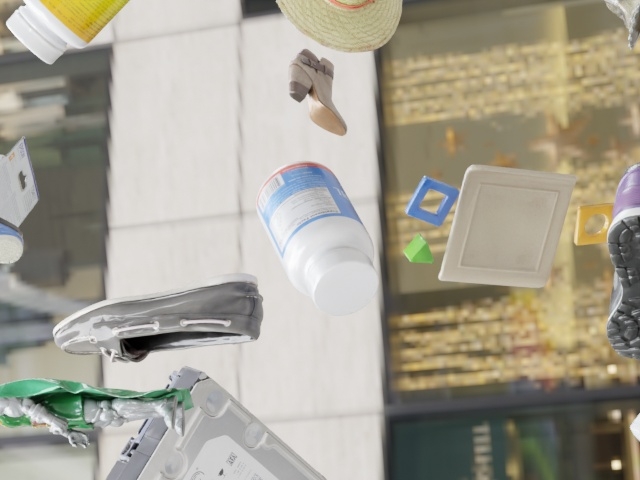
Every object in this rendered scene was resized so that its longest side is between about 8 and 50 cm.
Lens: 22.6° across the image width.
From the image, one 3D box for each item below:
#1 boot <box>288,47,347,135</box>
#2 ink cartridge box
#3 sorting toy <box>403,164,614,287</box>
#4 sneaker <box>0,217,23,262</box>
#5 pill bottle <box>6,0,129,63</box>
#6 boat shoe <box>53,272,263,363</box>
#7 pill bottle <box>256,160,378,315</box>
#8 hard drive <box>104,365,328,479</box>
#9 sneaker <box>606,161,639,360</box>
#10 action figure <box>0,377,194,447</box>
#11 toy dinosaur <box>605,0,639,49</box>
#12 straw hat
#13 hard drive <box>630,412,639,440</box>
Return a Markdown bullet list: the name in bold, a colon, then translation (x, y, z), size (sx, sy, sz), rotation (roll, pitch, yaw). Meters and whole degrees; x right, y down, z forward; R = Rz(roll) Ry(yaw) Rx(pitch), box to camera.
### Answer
- **boot**: translation (0.003, -0.212, 2.238), size (0.118, 0.042, 0.087), rotation (40, -132, -26)
- **ink cartridge box**: translation (-0.580, -0.051, 2.793), size (0.224, 0.045, 0.223), rotation (-58, -14, -27)
- **sorting toy**: translation (0.277, -0.024, 2.397), size (0.047, 0.348, 0.196), rotation (-123, 42, -58)
- **sneaker**: translation (-0.532, -0.002, 2.457), size (0.084, 0.152, 0.058), rotation (-107, 19, -66)
- **pill bottle**: translation (-0.321, -0.342, 2.163), size (0.117, 0.215, 0.117), rotation (44, -175, -5)
- **boat shoe**: translation (-0.237, 0.130, 2.303), size (0.112, 0.335, 0.095), rotation (34, -136, -61)
- **pill bottle**: translation (0.000, 0.000, 2.154), size (0.221, 0.124, 0.124), rotation (-117, 4, -48)
- **hard drive**: translation (-0.130, 0.347, 2.096), size (0.339, 0.064, 0.237), rotation (47, -114, -38)
- **sneaker**: translation (0.401, 0.025, 1.933), size (0.283, 0.107, 0.124), rotation (79, -163, -47)
- **action figure**: translation (-0.256, 0.174, 1.635), size (0.137, 0.232, 0.063), rotation (65, -154, -71)
- **toy dinosaur**: translation (0.418, -0.222, 1.567), size (0.160, 0.313, 0.121), rotation (46, -132, -33)
- **straw hat**: translation (0.028, -0.251, 1.496), size (0.061, 0.144, 0.144), rotation (132, 147, -53)
- **hard drive**: translation (0.509, 0.293, 1.828), size (0.233, 0.047, 0.353), rotation (40, 174, -7)
